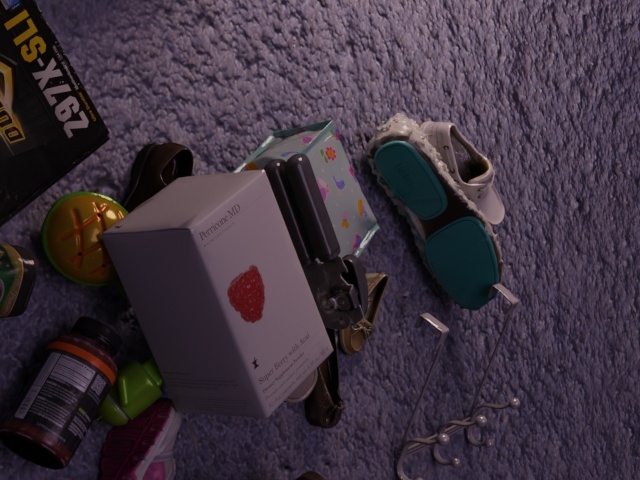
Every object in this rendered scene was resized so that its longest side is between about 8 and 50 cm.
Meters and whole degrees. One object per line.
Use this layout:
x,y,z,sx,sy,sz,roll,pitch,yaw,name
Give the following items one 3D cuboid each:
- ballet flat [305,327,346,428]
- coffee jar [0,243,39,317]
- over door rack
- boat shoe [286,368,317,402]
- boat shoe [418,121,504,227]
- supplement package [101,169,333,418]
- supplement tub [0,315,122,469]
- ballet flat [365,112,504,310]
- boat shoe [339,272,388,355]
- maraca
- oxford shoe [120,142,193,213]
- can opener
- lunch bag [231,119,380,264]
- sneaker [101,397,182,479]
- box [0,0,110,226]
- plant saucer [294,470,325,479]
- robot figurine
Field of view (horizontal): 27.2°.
0.005,0.187,2.184,0.084,0.058,0.250,-3,89,-47,ballet flat
-0.453,0.050,1.686,0.184,0.079,0.096,4,116,-46,coffee jar
0.256,0.264,2.341,0.239,0.108,0.324,-17,122,-47,over door rack
-0.147,0.149,2.020,0.335,0.095,0.112,38,74,-33,boat shoe
0.279,-0.117,2.471,0.277,0.096,0.098,46,56,-34,boat shoe
-0.138,0.074,1.823,0.177,0.175,0.293,-42,119,-44,supplement package
-0.342,0.201,1.782,0.106,0.106,0.198,48,54,-33,supplement tub
0.217,-0.063,2.387,0.147,0.147,0.409,-52,124,-36,ballet flat
0.076,0.125,2.271,0.056,0.048,0.153,42,58,-36,boat shoe
-0.302,0.007,1.837,0.185,0.099,0.127,29,80,-30,maraca
-0.238,-0.039,1.920,0.082,0.096,0.227,24,72,-45,oxford shoe
0.000,0.000,1.989,0.095,0.076,0.283,-44,118,-58,can opener
-0.050,-0.029,2.074,0.262,0.160,0.223,-50,122,-43,lunch bag
-0.253,0.348,1.877,0.111,0.103,0.252,36,69,-41,sneaker
-0.449,-0.201,1.724,0.257,0.079,0.322,-47,119,-40,box
-0.015,0.491,2.007,0.041,0.278,0.278,-3,89,-20,plant saucer
-0.271,0.215,1.865,0.115,0.101,0.067,-39,93,-9,robot figurine
